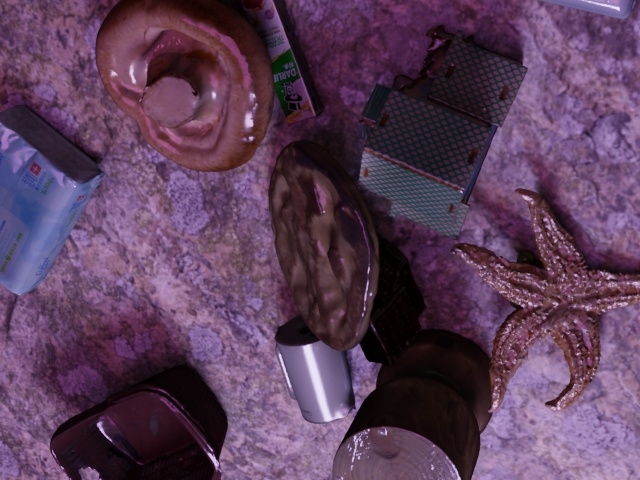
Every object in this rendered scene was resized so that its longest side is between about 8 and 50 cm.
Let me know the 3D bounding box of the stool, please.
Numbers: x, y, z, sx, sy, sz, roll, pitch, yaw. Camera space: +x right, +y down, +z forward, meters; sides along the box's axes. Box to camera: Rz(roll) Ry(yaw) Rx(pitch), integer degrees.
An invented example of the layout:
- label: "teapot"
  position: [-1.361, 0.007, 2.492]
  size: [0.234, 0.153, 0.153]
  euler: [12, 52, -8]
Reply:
- label: "stool"
  position: [0.139, 0.262, 1.347]
  size: [0.179, 0.264, 0.179]
  euler: [8, 115, 17]

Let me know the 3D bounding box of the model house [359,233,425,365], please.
- label: "model house"
  position: [0.079, 0.093, 1.362]
  size: [0.106, 0.152, 0.165]
  euler: [-22, 106, 21]

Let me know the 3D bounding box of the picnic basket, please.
- label: "picnic basket"
  position: [-0.284, 0.330, 1.613]
  size: [0.297, 0.129, 0.222]
  euler: [-29, 103, 29]

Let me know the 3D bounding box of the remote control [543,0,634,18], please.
- label: "remote control"
  position: [0.237, -0.345, 1.158]
  size: [0.293, 0.051, 0.103]
  euler: [16, 117, 12]

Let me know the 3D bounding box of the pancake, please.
- label: "pancake"
  position: [0.000, 0.000, 1.312]
  size: [0.294, 0.050, 0.294]
  euler: [46, 145, 47]

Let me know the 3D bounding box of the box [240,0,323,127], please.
- label: "box"
  position: [-0.055, -0.260, 1.310]
  size: [0.050, 0.041, 0.207]
  euler: [-13, 107, 25]

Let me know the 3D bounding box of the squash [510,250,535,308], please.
- label: "squash"
  position: [0.281, 0.056, 1.340]
  size: [0.027, 0.027, 0.089]
  euler: [11, 119, 15]

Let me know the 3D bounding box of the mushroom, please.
- label: "mushroom"
  position: [-0.182, -0.219, 1.317]
  size: [0.278, 0.146, 0.278]
  euler: [16, 129, 21]

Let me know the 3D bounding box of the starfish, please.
- label: "starfish"
  position: [0.302, 0.079, 1.305]
  size: [0.299, 0.060, 0.302]
  euler: [-33, 100, 14]

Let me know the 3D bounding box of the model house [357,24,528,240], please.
- label: "model house"
  position: [0.131, -0.122, 1.208]
  size: [0.178, 0.206, 0.271]
  euler: [26, 120, 7]

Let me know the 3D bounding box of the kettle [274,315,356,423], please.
- label: "kettle"
  position: [-0.016, 0.197, 1.474]
  size: [0.127, 0.098, 0.148]
  euler: [-7, 114, 17]

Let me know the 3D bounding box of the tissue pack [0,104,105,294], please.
- label: "tissue pack"
  position: [-0.478, -0.058, 1.531]
  size: [0.177, 0.089, 0.263]
  euler: [39, 120, 2]
